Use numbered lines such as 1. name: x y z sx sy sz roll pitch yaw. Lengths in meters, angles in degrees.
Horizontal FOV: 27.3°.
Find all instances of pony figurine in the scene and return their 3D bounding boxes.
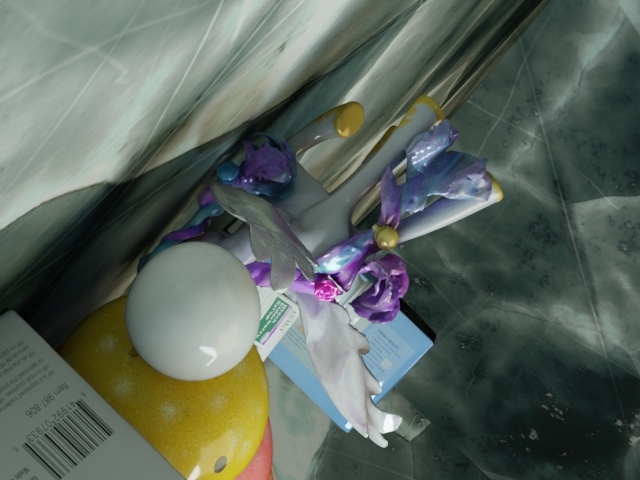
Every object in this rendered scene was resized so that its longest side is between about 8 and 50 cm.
1. pony figurine: 0.000 0.000 1.369 0.363 0.303 0.351 -35 -149 -13

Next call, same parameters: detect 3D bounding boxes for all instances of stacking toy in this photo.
1. stacking toy: -0.166 0.165 1.261 0.350 0.350 0.480 -44 165 -37

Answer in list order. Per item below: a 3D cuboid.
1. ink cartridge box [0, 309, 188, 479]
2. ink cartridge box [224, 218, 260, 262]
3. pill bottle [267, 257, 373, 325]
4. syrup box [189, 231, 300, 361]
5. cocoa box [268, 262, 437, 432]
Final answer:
1. ink cartridge box: -0.223 0.291 1.045 0.166 0.395 0.285 -49 175 34
2. ink cartridge box: -0.131 0.033 1.869 0.150 0.063 0.109 -45 175 -26
3. pill bottle: -0.015 0.040 2.017 0.124 0.221 0.124 -46 177 -4
4. syrup box: -0.114 0.075 1.713 0.093 0.096 0.237 -51 157 -2
5. cocoa box: 0.012 0.139 2.385 0.231 0.347 0.228 -46 176 4
